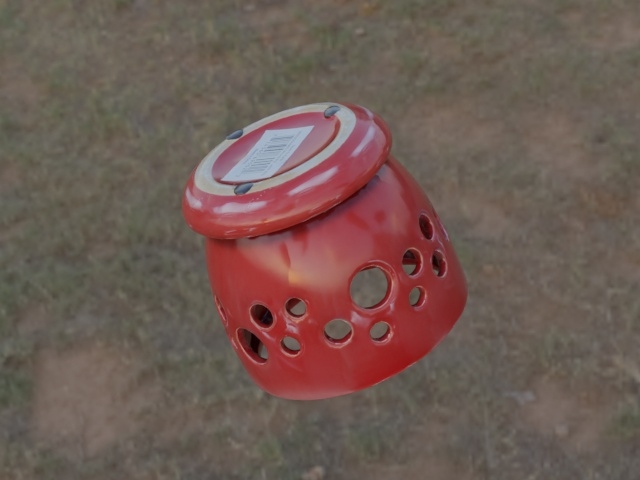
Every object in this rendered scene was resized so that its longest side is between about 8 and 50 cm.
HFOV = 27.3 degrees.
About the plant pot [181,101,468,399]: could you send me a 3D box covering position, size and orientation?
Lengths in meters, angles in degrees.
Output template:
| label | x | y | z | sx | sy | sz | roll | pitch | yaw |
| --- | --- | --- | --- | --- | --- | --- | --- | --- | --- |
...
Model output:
| label | x | y | z | sx | sy | sz | roll | pitch | yaw |
| --- | --- | --- | --- | --- | --- | --- | --- | --- | --- |
| plant pot | 0.000 | 0.000 | 1.014 | 0.191 | 0.174 | 0.191 | -17 | 28 | 10 |
